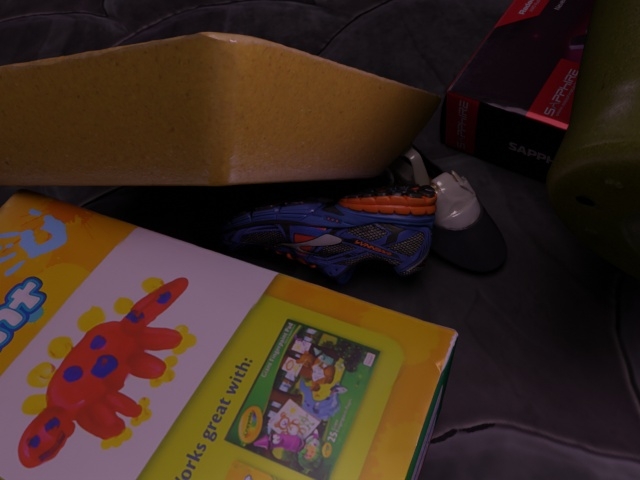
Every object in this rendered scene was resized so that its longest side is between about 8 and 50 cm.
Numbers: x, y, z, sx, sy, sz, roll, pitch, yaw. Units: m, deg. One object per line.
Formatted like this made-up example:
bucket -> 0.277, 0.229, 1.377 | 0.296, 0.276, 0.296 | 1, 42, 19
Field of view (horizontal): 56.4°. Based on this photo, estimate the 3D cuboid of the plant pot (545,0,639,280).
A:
plant pot -> 0.322, -0.133, 0.359 | 0.366, 0.366, 0.353 | 27, 84, 24

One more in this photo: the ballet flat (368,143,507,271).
ballet flat -> 0.101, -0.051, 0.584 | 0.074, 0.074, 0.203 | -33, 58, -13

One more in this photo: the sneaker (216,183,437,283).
sneaker -> 0.000, 0.000, 0.558 | 0.221, 0.087, 0.083 | -3, 10, 25

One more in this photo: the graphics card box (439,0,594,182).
graphics card box -> 0.337, -0.136, 0.589 | 0.371, 0.094, 0.233 | 28, 66, 23

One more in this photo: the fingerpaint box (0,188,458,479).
fingerpaint box -> -0.161, 0.216, 0.376 | 0.371, 0.163, 0.445 | 16, 56, 17

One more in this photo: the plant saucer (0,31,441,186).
plant saucer -> -0.105, -0.089, 0.511 | 0.332, 0.333, 0.081 | 4, 98, 30
